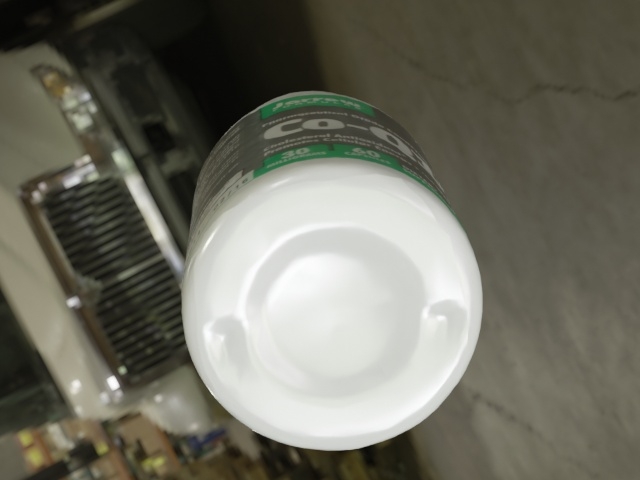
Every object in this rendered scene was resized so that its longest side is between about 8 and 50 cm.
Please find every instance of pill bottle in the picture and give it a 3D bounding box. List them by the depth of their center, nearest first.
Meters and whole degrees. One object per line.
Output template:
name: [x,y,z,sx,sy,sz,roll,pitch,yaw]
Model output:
pill bottle: [0.000,0.000,1.145,0.361,0.204,0.204,-102,-12,-74]
